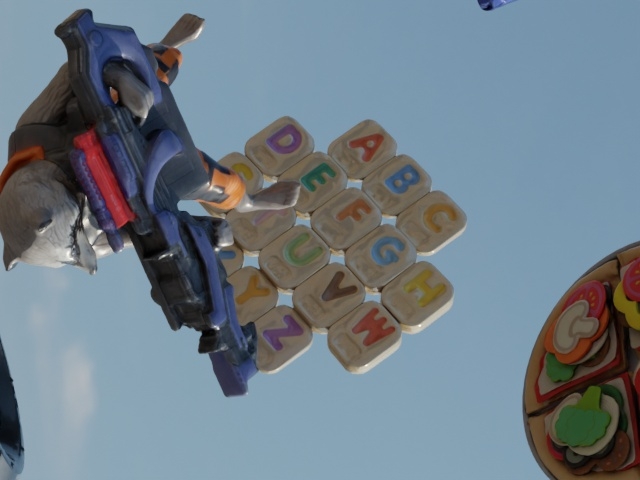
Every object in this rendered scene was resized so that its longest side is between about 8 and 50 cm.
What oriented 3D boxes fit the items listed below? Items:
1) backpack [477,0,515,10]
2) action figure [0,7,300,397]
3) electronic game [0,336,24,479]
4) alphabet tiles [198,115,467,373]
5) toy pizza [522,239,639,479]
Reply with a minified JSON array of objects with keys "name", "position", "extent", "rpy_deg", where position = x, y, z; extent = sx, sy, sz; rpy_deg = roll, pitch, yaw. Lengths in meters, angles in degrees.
[{"name":"backpack","position":[0.120,-0.213,1.017],"extent":[0.120,0.098,0.101],"rpy_deg":[64,21,-16]},{"name":"action figure","position":[-0.153,-0.029,1.419],"extent":[0.178,0.330,0.341],"rpy_deg":[-15,-82,32]},{"name":"electronic game","position":[-0.262,0.083,1.186],"extent":[0.229,0.048,0.229],"rpy_deg":[163,-90,-86]},{"name":"alphabet tiles","position":[0.000,0.000,1.706],"extent":[0.284,0.278,0.021],"rpy_deg":[48,-18,22]},{"name":"toy pizza","position":[0.213,0.083,1.146],"extent":[0.201,0.032,0.201],"rpy_deg":[-31,-136,35]}]
